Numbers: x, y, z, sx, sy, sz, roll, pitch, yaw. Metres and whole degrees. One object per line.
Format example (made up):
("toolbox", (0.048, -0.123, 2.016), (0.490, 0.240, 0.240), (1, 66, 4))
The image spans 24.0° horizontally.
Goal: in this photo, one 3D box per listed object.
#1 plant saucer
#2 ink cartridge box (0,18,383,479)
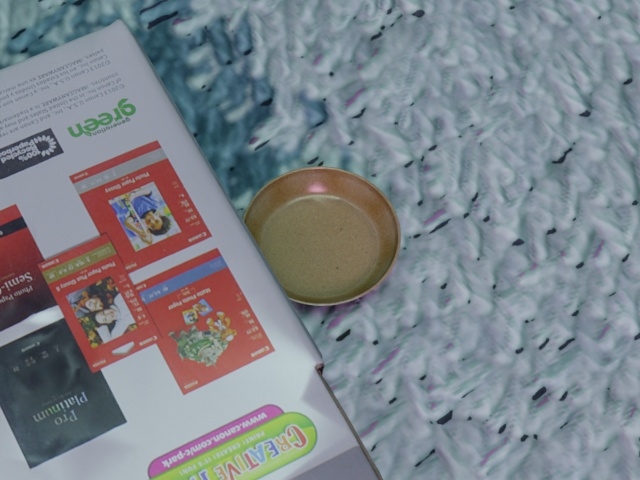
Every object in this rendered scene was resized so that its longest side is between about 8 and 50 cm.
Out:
("plant saucer", (0.000, 0.000, 0.786), (0.083, 0.015, 0.083), (1, 60, -1))
("ink cartridge box", (-0.164, 0.091, 0.663), (0.309, 0.130, 0.272), (-24, 65, -15))
